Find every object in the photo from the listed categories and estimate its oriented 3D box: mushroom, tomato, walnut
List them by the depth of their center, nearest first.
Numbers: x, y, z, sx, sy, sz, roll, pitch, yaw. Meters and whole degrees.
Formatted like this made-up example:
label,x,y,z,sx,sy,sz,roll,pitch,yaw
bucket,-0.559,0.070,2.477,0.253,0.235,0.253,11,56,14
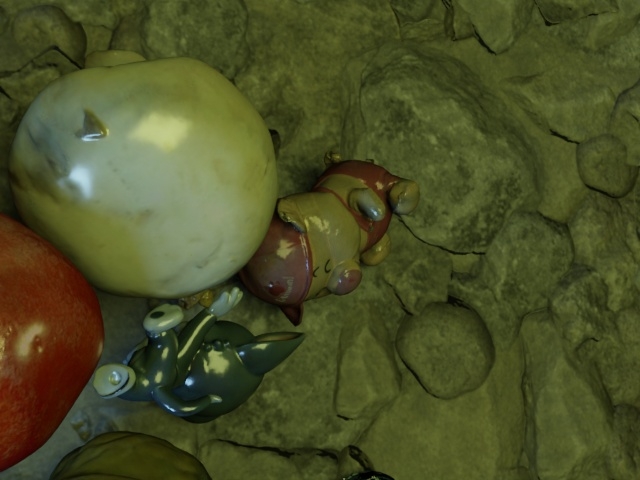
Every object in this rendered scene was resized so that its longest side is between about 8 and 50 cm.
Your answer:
label,x,y,z,sx,sy,sz,roll,pitch,yaw
tomato,-0.407,0.096,1.542,0.325,0.290,0.293,18,61,17
walnut,-0.215,0.370,1.614,0.277,0.253,0.282,45,62,-19
mushroom,-0.205,-0.108,1.668,0.314,0.314,0.336,15,33,-22

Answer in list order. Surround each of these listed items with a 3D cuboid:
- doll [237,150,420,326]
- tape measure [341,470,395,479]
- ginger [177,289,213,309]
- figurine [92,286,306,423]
label,x,y,z,sx,sy,sz,roll,pitch,yaw
doll,0.003,0.001,1.826,0.256,0.152,0.196,-31,127,-38
tape measure,0.066,0.350,1.863,0.091,0.054,0.094,19,80,-23
ginger,-0.159,-0.024,1.813,0.137,0.074,0.213,31,74,-8
figurine,-0.148,0.143,1.670,0.193,0.265,0.140,-44,83,18
